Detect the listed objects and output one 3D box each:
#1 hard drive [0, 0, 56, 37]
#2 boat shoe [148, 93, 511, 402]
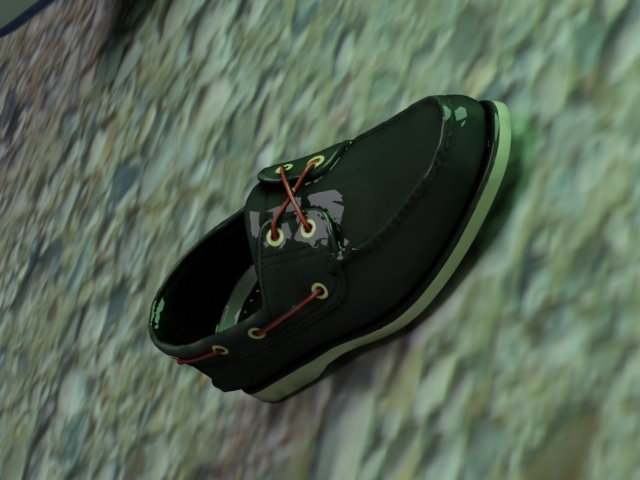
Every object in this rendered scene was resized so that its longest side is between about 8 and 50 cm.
[{"bbox_3d":[-0.077,-0.261,0.798,0.210,0.040,0.319,-28,49,39],"label":"hard drive"},{"bbox_3d":[0.000,0.002,0.485,0.133,0.042,0.049,-39,34,47],"label":"boat shoe"}]
